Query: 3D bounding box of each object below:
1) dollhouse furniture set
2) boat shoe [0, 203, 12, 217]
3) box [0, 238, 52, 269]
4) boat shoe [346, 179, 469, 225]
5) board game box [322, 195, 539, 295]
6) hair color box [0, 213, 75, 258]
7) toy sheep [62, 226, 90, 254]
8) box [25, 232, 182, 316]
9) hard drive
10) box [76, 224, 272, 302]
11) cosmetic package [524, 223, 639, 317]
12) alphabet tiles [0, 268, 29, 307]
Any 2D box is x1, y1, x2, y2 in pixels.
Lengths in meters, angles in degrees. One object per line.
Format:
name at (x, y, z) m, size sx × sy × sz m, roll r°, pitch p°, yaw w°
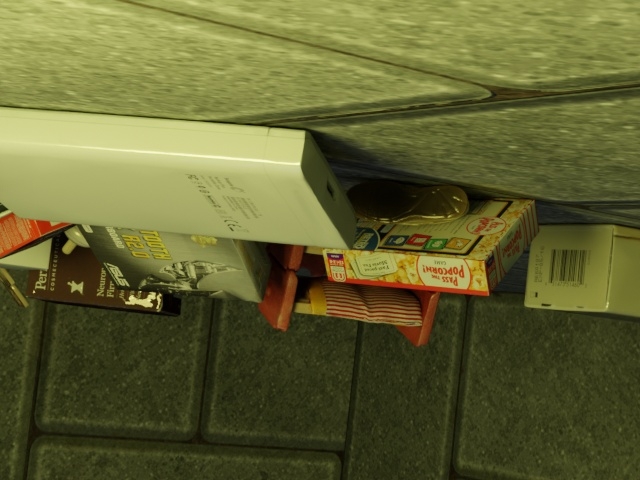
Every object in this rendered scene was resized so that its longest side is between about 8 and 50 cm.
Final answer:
dollhouse furniture set at (0.000, 0.000, 2.012) m, size 0.201 × 0.152 × 0.374 m, roll 7°, pitch -166°, yaw -20°
boat shoe at (-0.446, -0.070, 1.598) m, size 0.302 × 0.114 × 0.091 m, roll 0°, pitch 174°, yaw -15°
box at (-0.416, -0.029, 2.065) m, size 0.091 × 0.130 × 0.170 m, roll 9°, pitch 176°, yaw -25°
boat shoe at (0.095, -0.037, 1.692) m, size 0.135 × 0.050 × 0.045 m, roll 5°, pitch 171°, yaw 16°
board game box at (0.122, 0.000, 1.711) m, size 0.193 × 0.045 × 0.147 m, roll 5°, pitch -150°, yaw 31°
hair color box at (-0.329, -0.018, 1.789) m, size 0.072 × 0.043 × 0.141 m, roll -23°, pitch -178°, yaw -37°
toy sheep at (-0.263, -0.036, 1.828) m, size 0.091 × 0.132 × 0.091 m, roll 29°, pitch -156°, yaw -14°
box at (-0.308, 0.018, 2.312) m, size 0.203 × 0.168 × 0.167 m, roll 6°, pitch 176°, yaw 5°
hard drive at (-0.160, -0.059, 1.482) m, size 0.353 × 0.047 × 0.233 m, roll 5°, pitch 163°, yaw 14°
box at (-0.168, -0.015, 1.712) m, size 0.183 × 0.056 × 0.231 m, roll 6°, pitch 151°, yaw 15°
cosmetic package at (0.434, 0.053, 2.029) m, size 0.309 × 0.113 × 0.160 m, roll 8°, pitch 176°, yaw -34°
alphabet tiles at (-0.503, 0.001, 2.294) m, size 0.009 × 0.237 × 0.198 m, roll -36°, pitch -172°, yaw -14°
